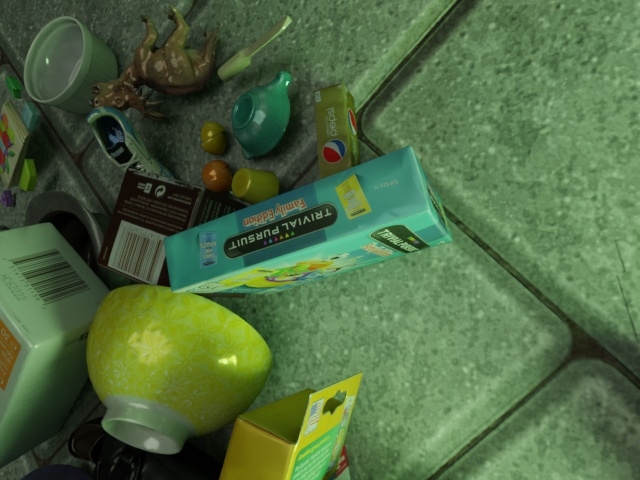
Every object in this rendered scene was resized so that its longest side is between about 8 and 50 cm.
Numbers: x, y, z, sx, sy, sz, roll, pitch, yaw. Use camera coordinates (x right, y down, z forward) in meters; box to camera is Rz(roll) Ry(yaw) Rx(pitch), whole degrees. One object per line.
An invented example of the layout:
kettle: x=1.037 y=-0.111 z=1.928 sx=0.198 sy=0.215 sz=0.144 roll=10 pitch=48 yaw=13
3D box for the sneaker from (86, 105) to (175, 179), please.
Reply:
sneaker: x=-0.370 y=-0.153 z=0.815 sx=0.085 sy=0.086 sz=0.237 roll=-30 pitch=107 yaw=15

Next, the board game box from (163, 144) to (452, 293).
board game box: x=0.000 y=0.000 z=0.586 sx=0.335 sy=0.253 sz=0.079 roll=-18 pitch=77 yaw=20

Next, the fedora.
fedora: x=-0.483 y=0.035 z=0.854 sx=0.243 sy=0.124 sz=0.276 roll=-8 pitch=92 yaw=24

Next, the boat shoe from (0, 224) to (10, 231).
boat shoe: x=-0.881 y=0.096 z=1.029 sx=0.306 sy=0.113 sz=0.105 roll=-38 pitch=75 yaw=-3

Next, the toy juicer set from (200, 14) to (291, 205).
toy juicer set: x=-0.137 y=-0.228 z=0.781 sx=0.209 sy=0.089 sz=0.329 roll=8 pitch=88 yaw=42

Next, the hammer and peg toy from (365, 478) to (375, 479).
hammer and peg toy: x=0.170 y=0.476 z=0.479 sx=0.360 sy=0.127 sz=0.266 roll=16 pitch=92 yaw=12

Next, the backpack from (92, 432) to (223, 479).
backpack: x=-0.280 y=0.515 z=0.652 sx=0.290 sy=0.273 sz=0.356 roll=21 pitch=71 yaw=22

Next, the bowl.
bowl: x=-0.232 y=0.217 z=0.617 sx=0.289 sy=0.290 sz=0.156 roll=-7 pitch=41 yaw=22

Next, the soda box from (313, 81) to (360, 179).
soda box: x=0.030 y=-0.167 z=0.703 sx=0.058 sy=0.061 sz=0.182 roll=-8 pitch=79 yaw=22

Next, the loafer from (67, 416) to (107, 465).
loafer: x=-0.421 y=0.394 z=0.803 sx=0.219 sy=0.078 sz=0.080 roll=-11 pitch=78 yaw=21

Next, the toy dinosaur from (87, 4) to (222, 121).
toy dinosaur: x=-0.307 y=-0.340 z=0.842 sx=0.295 sy=0.127 sz=0.201 roll=-3 pitch=81 yaw=18

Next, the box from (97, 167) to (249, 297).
box: x=-0.225 y=-0.005 z=0.710 sx=0.168 sy=0.203 sz=0.167 roll=16 pitch=88 yaw=24

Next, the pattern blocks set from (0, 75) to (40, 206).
pattern blocks set: x=-0.773 y=-0.234 z=1.019 sx=0.285 sy=0.026 sz=0.325 roll=43 pitch=118 yaw=23

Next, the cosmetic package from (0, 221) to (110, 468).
cosmetic package: x=-0.569 y=0.213 z=0.763 sx=0.230 sy=0.161 sz=0.453 roll=43 pitch=118 yaw=11

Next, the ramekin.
ramekin: x=-0.580 y=-0.402 z=0.973 sx=0.207 sy=0.109 sz=0.207 roll=-3 pitch=82 yaw=23

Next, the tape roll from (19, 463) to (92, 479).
tape roll: x=-0.509 y=0.527 z=0.761 sx=0.080 sy=0.189 sz=0.189 roll=-44 pitch=69 yaw=12

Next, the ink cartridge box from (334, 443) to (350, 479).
ink cartridge box: x=-0.009 y=0.403 z=0.634 sx=0.109 sy=0.063 sz=0.151 roll=-14 pitch=76 yaw=19

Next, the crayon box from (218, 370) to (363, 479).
crayon box: x=-0.050 y=0.322 z=0.519 sx=0.083 sy=0.203 sz=0.323 roll=14 pitch=85 yaw=24
